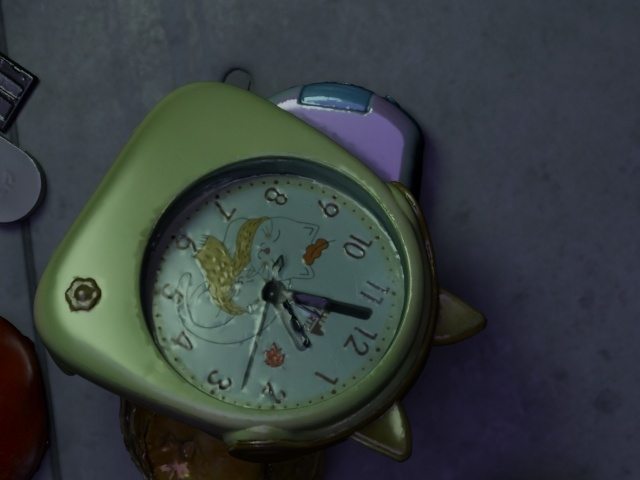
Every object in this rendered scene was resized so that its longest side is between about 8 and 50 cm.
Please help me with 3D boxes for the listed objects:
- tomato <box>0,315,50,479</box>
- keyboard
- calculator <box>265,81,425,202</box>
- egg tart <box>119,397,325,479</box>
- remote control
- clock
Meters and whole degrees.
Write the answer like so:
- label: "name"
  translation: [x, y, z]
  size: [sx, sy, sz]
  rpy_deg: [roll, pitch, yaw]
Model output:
- label: "tomato"
  translation: [-0.370, 0.162, 1.752]
  size: [0.228, 0.101, 0.228]
  rpy_deg: [0, 88, 6]
- label: "keyboard"
  translation: [-0.367, -0.185, 1.799]
  size: [0.202, 0.011, 0.067]
  rpy_deg: [34, 96, 8]
- label: "calculator"
  translation: [0.000, 0.000, 1.718]
  size: [0.173, 0.051, 0.293]
  rpy_deg: [8, 91, 9]
- label: "egg tart"
  translation: [-0.095, 0.175, 1.691]
  size: [0.212, 0.090, 0.213]
  rpy_deg: [7, 112, 17]
- label: "remote control"
  translation: [-0.369, -0.099, 1.792]
  size: [0.245, 0.022, 0.077]
  rpy_deg: [33, 96, 8]
- label: "clock"
  translation: [-0.044, 0.050, 1.603]
  size: [0.348, 0.117, 0.286]
  rpy_deg: [29, 72, 10]
